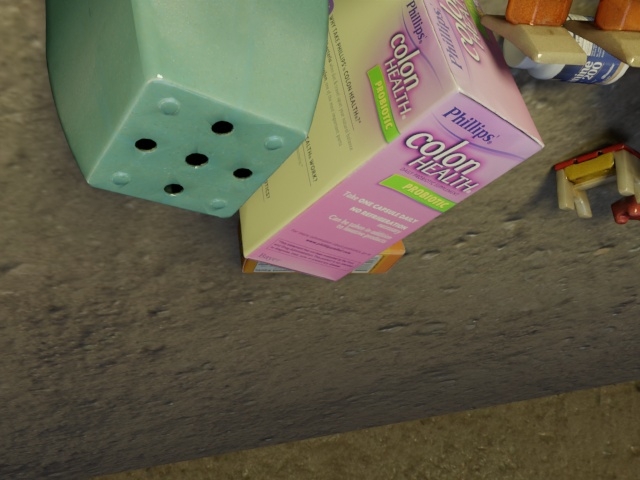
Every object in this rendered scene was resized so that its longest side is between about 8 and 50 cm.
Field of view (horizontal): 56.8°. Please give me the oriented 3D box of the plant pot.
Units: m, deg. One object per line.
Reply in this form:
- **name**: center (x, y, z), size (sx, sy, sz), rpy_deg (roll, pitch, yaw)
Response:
- **plant pot**: center (-0.094, -0.147, 0.423), size (0.165, 0.234, 0.165), rpy_deg (13, 143, -36)

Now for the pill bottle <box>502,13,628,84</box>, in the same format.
- **pill bottle**: center (0.254, -0.199, 0.614), size (0.120, 0.067, 0.067), rpy_deg (0, 149, -18)

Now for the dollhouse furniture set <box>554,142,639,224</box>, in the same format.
- **dollhouse furniture set**: center (0.528, -0.134, 0.779), size (0.201, 0.152, 0.374), rpy_deg (15, 159, -38)

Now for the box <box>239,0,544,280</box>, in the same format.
- **box**: center (0.035, -0.117, 0.536), size (0.117, 0.214, 0.243), rpy_deg (17, 140, -39)

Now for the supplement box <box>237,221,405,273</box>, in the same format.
- **supplement box**: center (0.000, 0.000, 0.864), size (0.233, 0.078, 0.080), rpy_deg (3, 150, -22)

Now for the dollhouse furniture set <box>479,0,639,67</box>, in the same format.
- **dollhouse furniture set**: center (0.150, -0.265, 0.384), size (0.259, 0.135, 0.262), rpy_deg (-3, 125, -14)
